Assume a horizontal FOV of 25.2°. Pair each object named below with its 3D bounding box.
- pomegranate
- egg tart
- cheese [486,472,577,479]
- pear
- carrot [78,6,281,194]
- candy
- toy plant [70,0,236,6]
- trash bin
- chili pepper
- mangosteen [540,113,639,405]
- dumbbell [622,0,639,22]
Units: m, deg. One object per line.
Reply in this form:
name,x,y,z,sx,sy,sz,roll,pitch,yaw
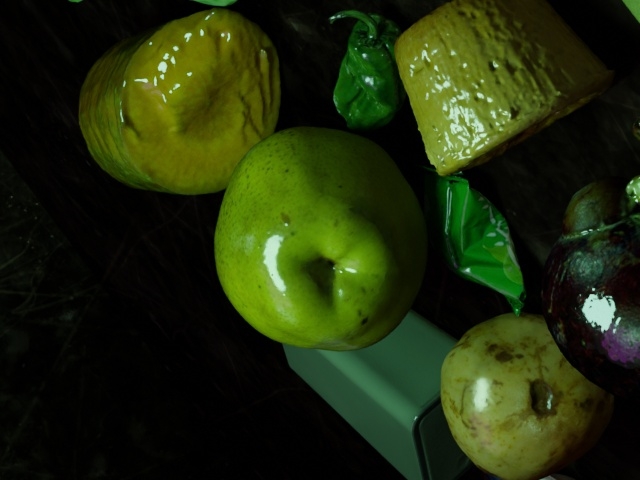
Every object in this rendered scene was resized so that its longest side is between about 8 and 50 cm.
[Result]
pomegranate,0.253,0.195,1.783,0.215,0.215,0.215,40,157,21
egg tart,0.171,-0.167,1.394,0.147,0.202,0.202,63,159,3
cheese,0.347,0.402,2.148,0.286,0.074,0.189,19,143,53
pear,0.000,0.000,1.785,0.294,0.294,0.294,40,157,21
carrot,-0.192,-0.183,1.971,0.241,0.241,0.340,55,160,-17
candy,0.183,-0.004,1.772,0.141,0.078,0.203,5,127,60
toy plant,-0.283,-0.434,1.770,0.317,0.211,0.356,30,165,35
trash bin,0.096,0.195,2.175,0.343,0.158,0.223,39,156,37
chili pepper,0.058,-0.192,1.690,0.100,0.074,0.257,43,159,13
mangosteen,0.329,0.018,1.374,0.231,0.231,0.289,25,122,46
dumbbell,0.336,-0.230,1.045,0.108,0.121,0.302,23,164,-14
